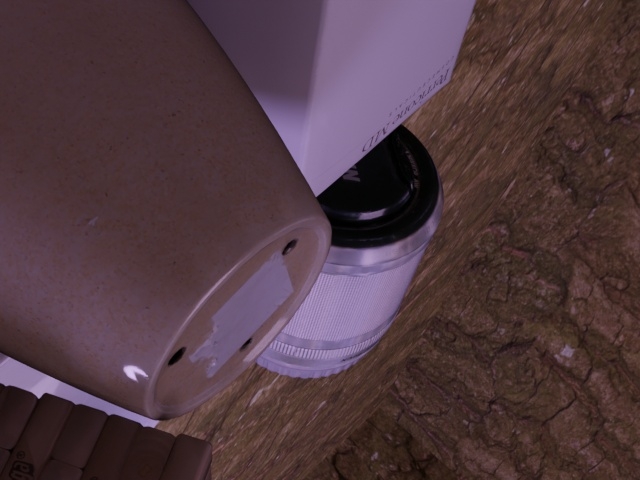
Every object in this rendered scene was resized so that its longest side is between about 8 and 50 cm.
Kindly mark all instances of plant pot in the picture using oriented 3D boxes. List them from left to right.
[{"bbox_3d":[-0.135,-0.045,0.467,0.256,0.274,0.256,-45,162,-19],"label":"plant pot"}]

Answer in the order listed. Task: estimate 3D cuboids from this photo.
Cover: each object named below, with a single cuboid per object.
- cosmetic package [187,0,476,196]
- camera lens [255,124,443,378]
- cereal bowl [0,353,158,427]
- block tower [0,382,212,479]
[{"bbox_3d":[0.008,-0.213,0.520,0.197,0.155,0.365,-43,160,-28],"label":"cosmetic package"},{"bbox_3d":[0.000,0.000,0.979,0.219,0.219,0.274,-38,159,-34],"label":"camera lens"},{"bbox_3d":[-0.256,0.119,0.720,0.339,0.141,0.339,-45,161,-19],"label":"cereal bowl"},{"bbox_3d":[-0.228,0.105,0.434,0.091,0.336,0.097,101,8,-57],"label":"block tower"}]
